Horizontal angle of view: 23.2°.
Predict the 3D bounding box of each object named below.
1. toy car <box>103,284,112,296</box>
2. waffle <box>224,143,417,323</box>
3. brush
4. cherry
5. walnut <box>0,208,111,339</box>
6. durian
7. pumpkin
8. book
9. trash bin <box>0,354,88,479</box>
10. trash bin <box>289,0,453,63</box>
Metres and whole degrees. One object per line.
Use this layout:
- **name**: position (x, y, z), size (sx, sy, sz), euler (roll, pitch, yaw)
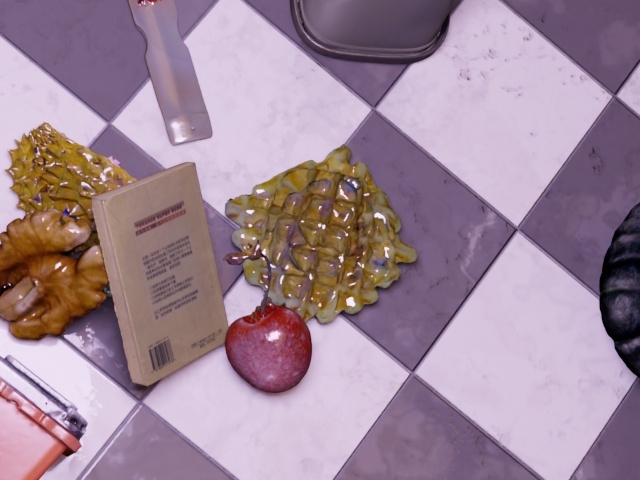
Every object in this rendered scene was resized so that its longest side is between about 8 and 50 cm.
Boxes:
- **toy car**: position (-0.209, 0.047, 1.915), size (0.122, 0.035, 0.059), euler (2, 91, -11)
- **waffle**: position (0.001, 0.000, 1.976), size (0.223, 0.054, 0.204), euler (-27, 86, -19)
- **brush**: position (-0.204, -0.281, 1.989), size (0.060, 0.050, 0.321), euler (-14, 82, -22)
- **cherry**: position (-0.077, 0.096, 1.878), size (0.090, 0.107, 0.225), euler (-71, 146, -50)
- **walnut**: position (-0.322, 0.035, 1.840), size (0.170, 0.069, 0.143), euler (-35, 99, 23)
- **durian**: position (-0.280, -0.061, 1.896), size (0.182, 0.165, 0.132), euler (58, 24, -23)
- **pumpkin**: position (0.513, 0.065, 1.990), size (0.296, 0.296, 0.296), euler (4, 77, -15)
- **book**: position (-0.186, 0.038, 1.848), size (0.161, 0.026, 0.231), euler (-27, 112, -47)
- **trash bin**: position (-0.401, 0.245, 1.755), size (0.184, 0.161, 0.239), euler (40, 74, -4)
- **trash bin**: position (0.093, -0.378, 1.987), size (0.220, 0.250, 0.219), euler (0, 71, -15)
